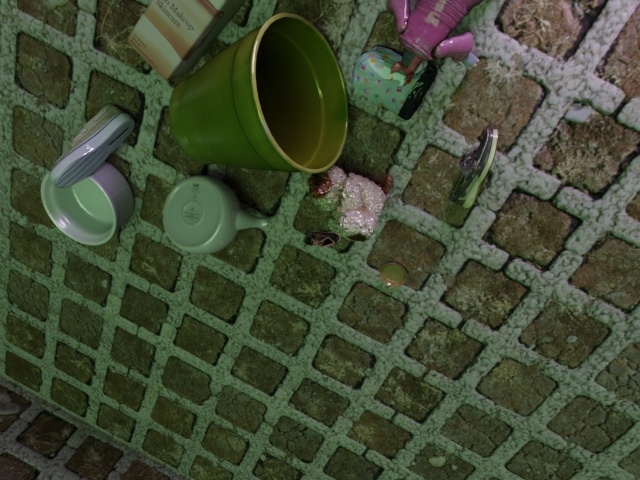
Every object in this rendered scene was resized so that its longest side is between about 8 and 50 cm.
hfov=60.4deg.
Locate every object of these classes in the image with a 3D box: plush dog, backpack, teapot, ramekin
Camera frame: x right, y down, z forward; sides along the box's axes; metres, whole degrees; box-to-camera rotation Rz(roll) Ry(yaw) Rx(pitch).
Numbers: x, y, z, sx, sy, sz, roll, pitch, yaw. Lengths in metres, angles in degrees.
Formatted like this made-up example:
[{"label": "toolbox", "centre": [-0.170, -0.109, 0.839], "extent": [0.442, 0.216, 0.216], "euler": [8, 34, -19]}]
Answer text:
[{"label": "plush dog", "centre": [0.054, -0.131, 1.478], "extent": [0.226, 0.262, 0.210], "euler": [29, 92, -9]}, {"label": "backpack", "centre": [0.169, -0.389, 1.324], "extent": [0.182, 0.115, 0.151], "euler": [32, 127, 4]}, {"label": "teapot", "centre": [-0.338, -0.072, 1.663], "extent": [0.253, 0.187, 0.256], "euler": [-41, 73, 15]}, {"label": "ramekin", "centre": [-0.751, -0.134, 1.800], "extent": [0.278, 0.135, 0.276], "euler": [9, 121, 16]}]

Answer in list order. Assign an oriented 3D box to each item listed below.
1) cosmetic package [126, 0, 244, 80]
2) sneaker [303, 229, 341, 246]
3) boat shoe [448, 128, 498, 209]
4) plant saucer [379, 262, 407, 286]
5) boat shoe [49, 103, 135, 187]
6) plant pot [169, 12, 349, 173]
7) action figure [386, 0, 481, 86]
[{"label": "cosmetic package", "centre": [-0.338, -0.570, 1.397], "extent": [0.153, 0.129, 0.296], "euler": [45, 123, -7]}, {"label": "sneaker", "centre": [0.000, 0.000, 1.648], "extent": [0.120, 0.057, 0.047], "euler": [-6, 118, 25]}, {"label": "boat shoe", "centre": [0.383, -0.180, 1.387], "extent": [0.074, 0.080, 0.223], "euler": [16, 128, 5]}, {"label": "plant saucer", "centre": [0.219, 0.100, 1.649], "extent": [0.084, 0.015, 0.083], "euler": [9, 122, 15]}, {"label": "boat shoe", "centre": [-0.691, -0.281, 1.640], "extent": [0.094, 0.302, 0.109], "euler": [40, 164, 13]}, {"label": "plant pot", "centre": [-0.175, -0.327, 1.374], "extent": [0.353, 0.366, 0.366], "euler": [-4, 118, 35]}, {"label": "action figure", "centre": [0.267, -0.486, 1.143], "extent": [0.248, 0.275, 0.370], "euler": [29, 111, 0]}]
